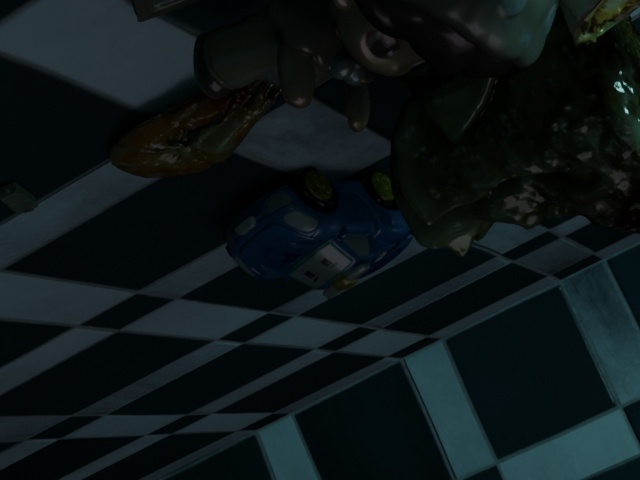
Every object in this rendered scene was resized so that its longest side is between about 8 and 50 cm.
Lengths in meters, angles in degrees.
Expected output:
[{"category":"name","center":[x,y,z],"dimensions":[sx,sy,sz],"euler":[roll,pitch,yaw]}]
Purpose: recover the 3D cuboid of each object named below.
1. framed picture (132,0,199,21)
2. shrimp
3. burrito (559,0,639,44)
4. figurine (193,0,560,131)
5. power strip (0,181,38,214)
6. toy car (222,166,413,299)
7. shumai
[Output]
[{"category":"framed picture","center":[-0.033,-0.306,1.165],"dimensions":[0.315,0.024,0.232],"euler":[-20,165,-6]},{"category":"shrimp","center":[-0.138,-0.140,1.497],"dimensions":[0.154,0.062,0.294],"euler":[0,154,-42]},{"category":"burrito","center":[0.220,-0.316,0.999],"dimensions":[0.143,0.299,0.105],"euler":[-18,179,34]},{"category":"figurine","center":[0.060,-0.226,1.203],"dimensions":[0.380,0.203,0.248],"euler":[-18,163,31]},{"category":"power strip","center":[-0.363,-0.051,1.544],"dimensions":[0.027,0.017,0.083],"euler":[-24,164,-1]},{"category":"toy car","center":[0.000,0.000,1.958],"dimensions":[0.198,0.166,0.314],"euler":[-38,158,33]},{"category":"shumai","center":[0.243,-0.126,1.536],"dimensions":[0.348,0.395,0.395],"euler":[-29,163,15]}]
